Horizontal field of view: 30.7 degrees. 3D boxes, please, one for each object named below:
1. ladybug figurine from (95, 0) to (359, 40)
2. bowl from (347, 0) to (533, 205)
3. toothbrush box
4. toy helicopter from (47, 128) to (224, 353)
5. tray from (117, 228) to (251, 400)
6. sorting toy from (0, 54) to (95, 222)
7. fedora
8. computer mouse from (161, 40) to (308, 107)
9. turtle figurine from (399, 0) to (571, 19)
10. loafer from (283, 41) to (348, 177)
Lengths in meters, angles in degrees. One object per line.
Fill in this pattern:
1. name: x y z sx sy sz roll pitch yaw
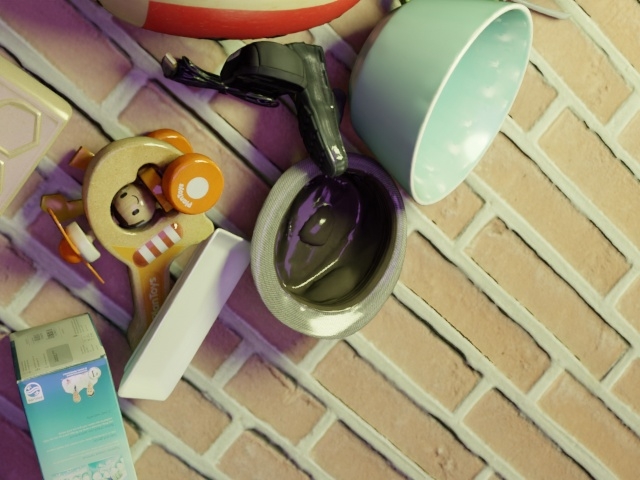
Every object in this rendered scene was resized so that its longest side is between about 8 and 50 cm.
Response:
1. ladybug figurine: -0.115 -0.372 1.539 0.449 0.305 0.162 -2 132 -11
2. bowl: 0.153 -0.222 1.667 0.163 0.311 0.312 30 93 22
3. toothbrush box: -0.338 0.279 1.643 0.126 0.216 0.296 -16 108 -14
4. toy helicopter: -0.262 0.025 1.653 0.234 0.140 0.355 -15 120 -24
5. tray: -0.193 0.104 1.654 0.030 0.145 0.270 32 92 21
6. sorting toy: -0.452 -0.123 1.612 0.307 0.041 0.229 36 86 -22
7. fedora: 0.000 0.000 1.731 0.243 0.124 0.276 20 87 -23
8. computer mouse: -0.118 -0.241 1.580 0.184 0.262 0.060 14 86 -13
9. turtle figurine: 0.245 -0.403 1.678 0.266 0.198 0.275 -23 105 -6
10. loafer: 0.003 -0.192 1.662 0.078 0.076 0.223 -11 63 -17
